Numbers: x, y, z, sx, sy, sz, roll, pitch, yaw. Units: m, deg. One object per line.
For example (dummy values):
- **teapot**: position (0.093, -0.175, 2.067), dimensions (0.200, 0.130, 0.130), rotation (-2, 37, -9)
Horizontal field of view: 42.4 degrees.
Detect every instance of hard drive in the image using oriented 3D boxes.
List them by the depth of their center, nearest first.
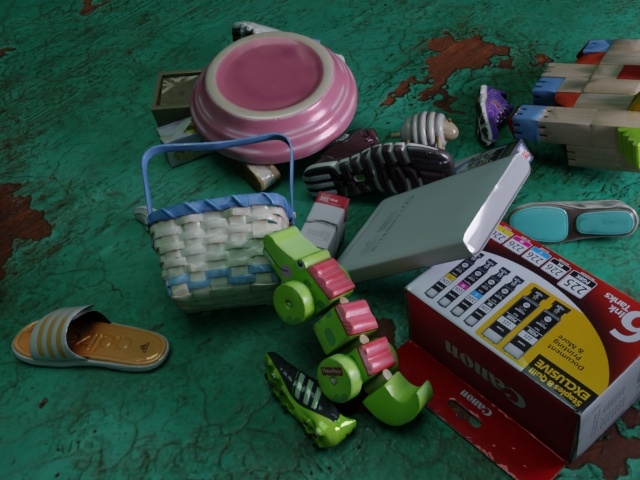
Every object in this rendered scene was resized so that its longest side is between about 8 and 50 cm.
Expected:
- **hard drive**: position (0.164, -0.027, 1.295), dimensions (0.307, 0.040, 0.203), rotation (-16, 29, 52)

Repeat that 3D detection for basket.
- **basket**: position (-0.164, -0.033, 1.349), dimensions (0.255, 0.201, 0.289), rotation (-6, 75, 3)

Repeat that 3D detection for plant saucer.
- **plant saucer**: position (-0.095, -0.296, 1.609), dimensions (0.332, 0.084, 0.332), rotation (-3, 53, 3)

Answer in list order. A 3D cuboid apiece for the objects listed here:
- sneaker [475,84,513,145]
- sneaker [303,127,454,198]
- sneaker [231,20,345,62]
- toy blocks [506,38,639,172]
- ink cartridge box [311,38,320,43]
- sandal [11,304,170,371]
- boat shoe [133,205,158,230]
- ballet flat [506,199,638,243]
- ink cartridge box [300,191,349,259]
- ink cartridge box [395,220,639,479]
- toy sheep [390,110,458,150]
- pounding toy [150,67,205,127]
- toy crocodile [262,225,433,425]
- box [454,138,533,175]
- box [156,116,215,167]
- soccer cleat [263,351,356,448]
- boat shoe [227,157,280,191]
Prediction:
- **sneaker**: position (0.341, -0.250, 1.609), dimensions (0.071, 0.068, 0.170), rotation (6, 45, 8)
- **sneaker**: position (0.114, -0.162, 1.509), dimensions (0.281, 0.106, 0.162), rotation (-3, 37, 22)
- **sneaker**: position (-0.074, -0.412, 1.826), dimensions (0.292, 0.110, 0.118), rotation (32, 49, 25)
- **toy blocks**: position (0.519, -0.261, 1.533), dimensions (0.261, 0.190, 0.381), rotation (11, 47, 35)
- **ink cartridge box**: position (-0.046, -0.438, 1.890), dimensions (0.083, 0.028, 0.048), rotation (5, 46, 14)
- **sandal**: position (-0.369, 0.145, 1.312), dimensions (0.265, 0.076, 0.102), rotation (3, 45, 12)
- **boat shoe**: position (-0.308, -0.034, 1.517), dimensions (0.100, 0.035, 0.035), rotation (21, 48, 19)
- **ballet flat**: position (0.419, -0.034, 1.386), dimensions (0.213, 0.072, 0.068), rotation (0, 17, 9)
- **ink cartridge box**: position (0.000, 0.000, 1.373), dimensions (0.056, 0.099, 0.135), rotation (15, 44, 9)
- **ink cartridge box**: position (0.275, 0.149, 1.164), dimensions (0.272, 0.130, 0.309), rotation (-36, 50, -24)
- **toy sheep**: position (0.198, -0.203, 1.572), dimensions (0.132, 0.091, 0.091), rotation (-1, 44, 16)
- **pounding toy**: position (-0.275, -0.300, 1.754), dimensions (0.130, 0.100, 0.141), rotation (-3, 55, 7)
- **toy crocodile**: position (0.031, 0.117, 1.190), dimensions (0.115, 0.105, 0.340), rotation (-15, 66, -45)
- **box**: position (0.243, -0.069, 1.395), dimensions (0.159, 0.044, 0.233), rotation (-15, 29, 50)
- **box**: position (-0.169, -0.242, 1.684), dimensions (0.324, 0.067, 0.063), rotation (-21, 46, -13)
- **soccer cleat**: position (-0.019, 0.224, 1.194), dimensions (0.072, 0.060, 0.179), rotation (-23, 51, -28)
- **boat shoe**: position (-0.136, -0.159, 1.601), dimensions (0.059, 0.063, 0.170), rotation (-25, 55, -21)
